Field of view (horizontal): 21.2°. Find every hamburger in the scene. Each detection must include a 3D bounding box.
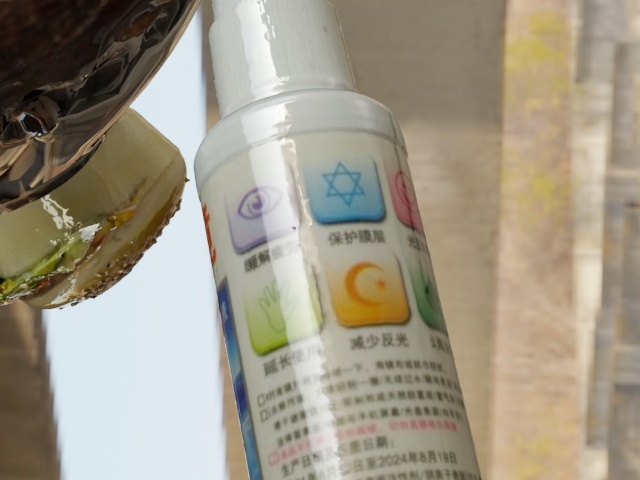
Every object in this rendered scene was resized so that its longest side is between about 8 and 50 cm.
[{"bbox_3d":[-0.137,-0.012,0.979,0.081,0.126,0.141,54,-140,-7],"label":"hamburger"}]

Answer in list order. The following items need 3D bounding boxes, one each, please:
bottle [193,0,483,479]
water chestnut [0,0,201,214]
[{"bbox_3d":[0.000,0.000,0.441,0.060,0.060,0.217,77,-178,-68],"label":"bottle"},{"bbox_3d":[-0.193,-0.187,0.696,0.347,0.335,0.335,76,-164,-64],"label":"water chestnut"}]
